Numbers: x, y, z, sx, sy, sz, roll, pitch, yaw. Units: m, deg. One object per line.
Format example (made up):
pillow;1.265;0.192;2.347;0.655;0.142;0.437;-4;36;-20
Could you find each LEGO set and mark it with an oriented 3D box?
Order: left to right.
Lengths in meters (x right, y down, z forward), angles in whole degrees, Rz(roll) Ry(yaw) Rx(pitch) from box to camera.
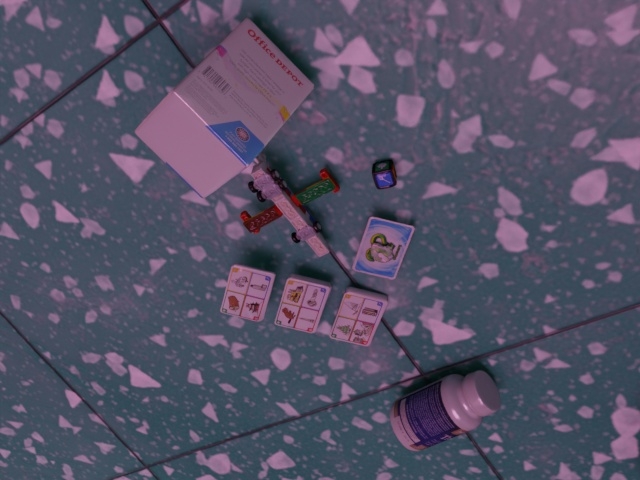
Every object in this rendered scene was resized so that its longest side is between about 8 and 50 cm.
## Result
LEGO set;0.000;0.000;0.857;0.183;0.060;0.244;13;128;-5

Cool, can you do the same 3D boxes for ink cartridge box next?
ink cartridge box;-0.084;-0.128;0.734;0.092;0.143;0.090;45;142;-13

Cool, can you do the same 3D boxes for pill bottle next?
pill bottle;0.145;0.195;0.908;0.120;0.067;0.067;-33;107;33
